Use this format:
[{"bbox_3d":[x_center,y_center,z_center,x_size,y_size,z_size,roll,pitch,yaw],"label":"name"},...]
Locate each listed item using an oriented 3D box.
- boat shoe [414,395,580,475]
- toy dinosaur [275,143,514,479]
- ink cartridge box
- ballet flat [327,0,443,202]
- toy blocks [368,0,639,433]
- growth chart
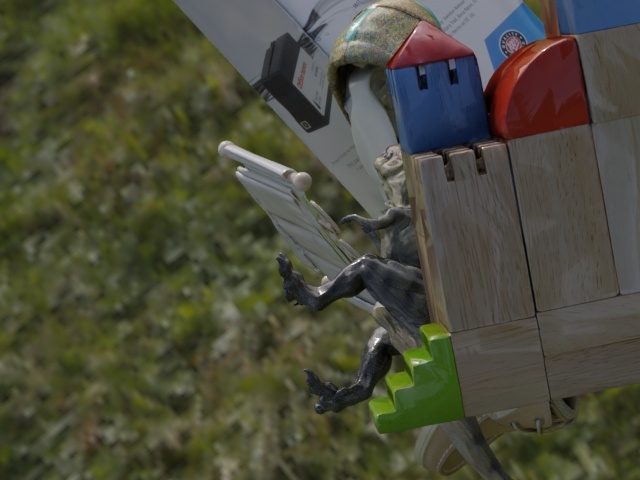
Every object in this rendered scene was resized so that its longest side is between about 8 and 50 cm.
[{"bbox_3d":[0.215,0.150,2.008,0.302,0.109,0.098,-46,68,22],"label":"boat shoe"},{"bbox_3d":[0.041,0.049,1.262,0.118,0.064,0.268,-14,63,2],"label":"toy dinosaur"},{"bbox_3d":[0.046,-0.203,1.853,0.223,0.307,0.129,-45,3,-34],"label":"ink cartridge box"},{"bbox_3d":[0.104,-0.033,1.655,0.123,0.348,0.123,-25,15,7],"label":"ballet flat"},{"bbox_3d":[0.191,-0.062,1.108,0.381,0.261,0.191,-11,7,-2],"label":"toy blocks"},{"bbox_3d":[0.000,0.000,1.750,0.021,0.237,0.172,-48,40,-12],"label":"growth chart"}]
